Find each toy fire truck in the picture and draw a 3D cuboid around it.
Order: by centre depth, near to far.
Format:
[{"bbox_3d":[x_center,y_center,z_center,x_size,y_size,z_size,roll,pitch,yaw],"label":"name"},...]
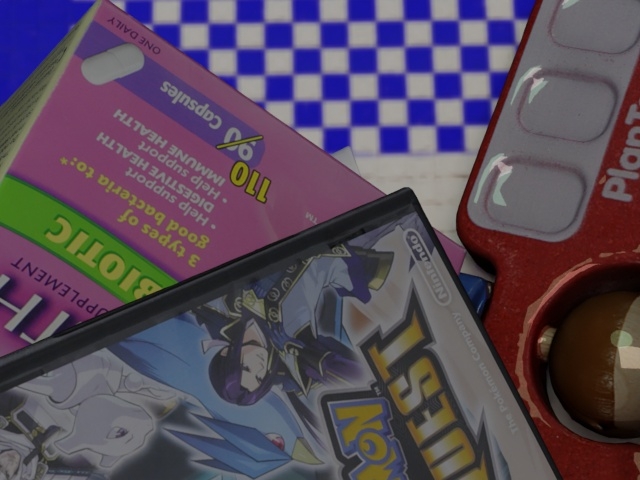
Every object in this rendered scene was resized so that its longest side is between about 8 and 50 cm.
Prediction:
[{"bbox_3d":[0.183,0.013,0.824,0.254,0.169,0.302,14,72,28],"label":"toy fire truck"}]

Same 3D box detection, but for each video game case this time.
[{"bbox_3d":[0.001,0.141,0.629,0.248,0.035,0.275,-23,84,-35],"label":"video game case"}]

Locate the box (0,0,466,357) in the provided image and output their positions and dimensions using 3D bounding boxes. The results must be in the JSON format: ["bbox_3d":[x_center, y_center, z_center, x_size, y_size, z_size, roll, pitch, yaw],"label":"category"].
[{"bbox_3d":[-0.078,0.059,0.723,0.213,0.117,0.243,34,53,-17],"label":"box"}]

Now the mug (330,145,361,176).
[{"bbox_3d":[-0.001,-0.003,0.861,0.064,0.062,0.078,-20,69,2],"label":"mug"}]
